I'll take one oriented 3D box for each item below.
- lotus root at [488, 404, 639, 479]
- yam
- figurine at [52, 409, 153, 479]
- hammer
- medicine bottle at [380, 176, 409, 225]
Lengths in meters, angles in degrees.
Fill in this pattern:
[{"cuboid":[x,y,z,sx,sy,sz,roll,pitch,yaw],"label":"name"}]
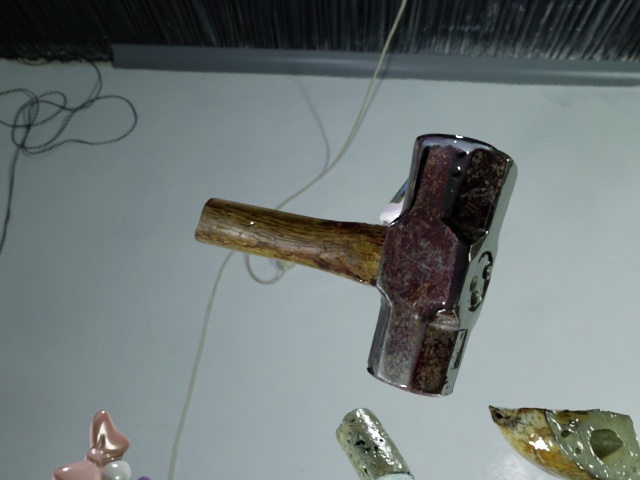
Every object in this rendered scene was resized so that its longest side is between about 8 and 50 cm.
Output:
[{"cuboid":[0.482,0.398,1.006,0.314,0.210,0.142,10,70,-14],"label":"lotus root"},{"cuboid":[0.115,0.463,1.117,0.107,0.107,0.194,-28,32,-10],"label":"yam"},{"cuboid":[-0.322,0.510,0.952,0.193,0.421,0.154,-29,22,26],"label":"figurine"},{"cuboid":[0.000,0.000,0.603,0.408,0.095,0.243,12,90,40],"label":"hammer"},{"cuboid":[0.166,-0.066,0.879,0.078,0.115,0.219,37,85,-4],"label":"medicine bottle"}]
